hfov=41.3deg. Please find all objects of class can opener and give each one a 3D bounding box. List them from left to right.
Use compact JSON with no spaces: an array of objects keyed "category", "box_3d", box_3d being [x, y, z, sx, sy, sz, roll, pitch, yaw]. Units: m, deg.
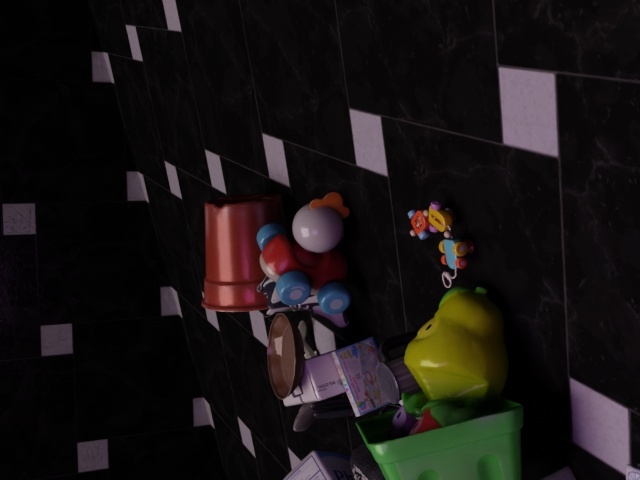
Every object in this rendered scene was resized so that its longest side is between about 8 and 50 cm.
[{"category":"can opener","box_3d":[0.066,0.385,1.962,0.059,0.186,0.073,51,137,46]}]

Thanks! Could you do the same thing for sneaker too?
[{"category":"sneaker","box_3d":[-0.054,0.155,2.031,0.235,0.153,0.094,45,175,9]}]

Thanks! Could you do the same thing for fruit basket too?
[{"category":"fruit basket","box_3d":[0.200,0.271,1.439,0.392,0.283,0.392,167,90,-87]}]

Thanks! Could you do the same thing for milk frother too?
[{"category":"milk frother","box_3d":[0.176,0.267,1.691,0.129,0.135,0.143,52,149,43]}]

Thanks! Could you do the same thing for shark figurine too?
[{"category":"shark figurine","box_3d":[-0.005,0.358,2.243,0.116,0.166,0.278,-22,67,42]}]

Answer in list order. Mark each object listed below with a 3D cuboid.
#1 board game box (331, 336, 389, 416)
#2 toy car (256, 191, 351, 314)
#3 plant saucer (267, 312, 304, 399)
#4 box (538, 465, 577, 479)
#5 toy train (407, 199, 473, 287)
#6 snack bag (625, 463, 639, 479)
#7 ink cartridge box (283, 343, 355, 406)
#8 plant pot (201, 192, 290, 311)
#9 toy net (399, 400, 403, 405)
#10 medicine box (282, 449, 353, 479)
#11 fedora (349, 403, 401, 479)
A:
[{"category":"board game box","box_3d":[0.100,0.308,1.927,0.154,0.103,0.026,68,156,9]},{"category":"toy car","box_3d":[0.000,0.000,1.891,0.238,0.210,0.219,-58,34,26]},{"category":"plant saucer","box_3d":[-0.077,0.266,1.964,0.198,0.036,0.198,-179,90,-70]},{"category":"box","box_3d":[0.382,0.504,1.428,0.181,0.119,0.182,61,155,22]},{"category":"toy train","box_3d":[0.219,-0.005,1.519,0.166,0.046,0.125,64,157,26]},{"category":"snack bag","box_3d":[0.555,0.511,1.159,0.323,0.037,0.342,22,126,60]},{"category":"ink cartridge box","box_3d":[0.013,0.322,2.039,0.237,0.172,0.100,-33,73,65]},{"category":"plant pot","box_3d":[-0.185,0.021,2.181,0.272,0.272,0.265,14,112,63]},{"category":"toy net","box_3d":[0.230,0.351,1.759,0.122,0.045,0.232,53,164,-16]},{"category":"medicine box","box_3d":[0.080,0.655,1.990,0.149,0.263,0.289,-47,53,15]},{"category":"fedora","box_3d":[0.170,0.532,1.872,0.334,0.153,0.334,45,145,46]}]
